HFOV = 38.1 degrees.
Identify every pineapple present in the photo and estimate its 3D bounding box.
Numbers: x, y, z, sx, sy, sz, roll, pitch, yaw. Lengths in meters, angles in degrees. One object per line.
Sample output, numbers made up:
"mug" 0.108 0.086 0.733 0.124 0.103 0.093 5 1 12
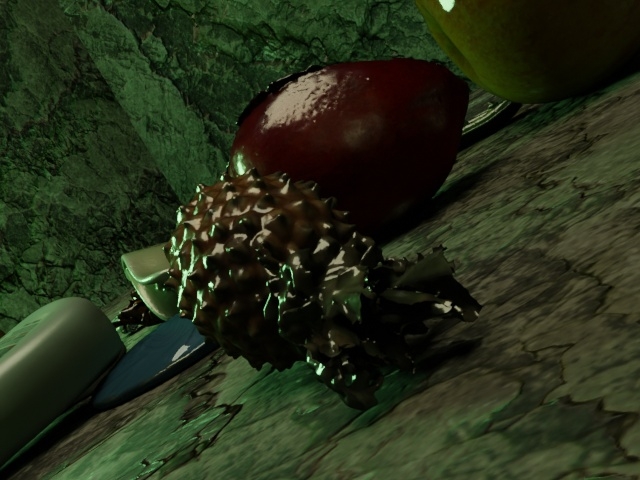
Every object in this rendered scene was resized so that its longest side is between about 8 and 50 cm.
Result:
"pineapple" -0.018 0.040 0.715 0.175 0.175 0.361 -32 21 -9

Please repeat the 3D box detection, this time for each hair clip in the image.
"hair clip" -0.278 0.053 1.697 0.172 0.113 0.282 -12 23 -8

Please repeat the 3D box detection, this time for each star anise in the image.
"star anise" -0.338 0.132 1.790 0.234 0.073 0.177 -16 9 -20

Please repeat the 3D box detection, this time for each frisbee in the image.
"frisbee" -0.196 0.130 1.262 0.289 0.049 0.289 -31 6 4

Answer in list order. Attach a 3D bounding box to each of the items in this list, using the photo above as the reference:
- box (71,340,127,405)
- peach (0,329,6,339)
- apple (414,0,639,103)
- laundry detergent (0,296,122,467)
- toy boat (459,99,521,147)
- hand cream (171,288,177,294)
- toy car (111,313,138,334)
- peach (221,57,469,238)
"box" -0.385 0.211 1.517 0.103 0.055 0.244 -31 5 0
"peach" -0.624 0.250 1.571 0.252 0.252 0.252 -31 6 4
"apple" 0.323 -0.389 1.440 0.334 0.400 0.400 -55 -2 18
"laundry detergent" -0.452 0.245 1.189 0.264 0.125 0.398 -25 16 39
"toy boat" 0.284 -0.212 1.673 0.210 0.052 0.104 -29 4 29
"hand cream" -0.084 0.049 1.182 0.271 0.058 0.091 -3 20 39
"toy car" -0.365 0.142 1.992 0.205 0.056 0.095 -34 5 -22
"peach" 0.055 -0.098 1.238 0.361 0.201 0.258 -19 -26 -5
